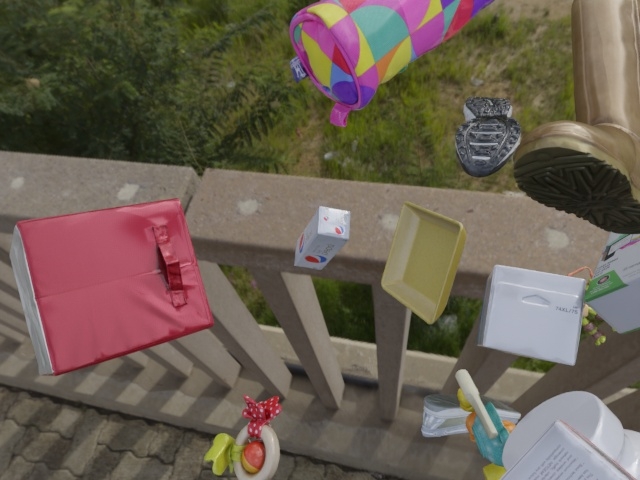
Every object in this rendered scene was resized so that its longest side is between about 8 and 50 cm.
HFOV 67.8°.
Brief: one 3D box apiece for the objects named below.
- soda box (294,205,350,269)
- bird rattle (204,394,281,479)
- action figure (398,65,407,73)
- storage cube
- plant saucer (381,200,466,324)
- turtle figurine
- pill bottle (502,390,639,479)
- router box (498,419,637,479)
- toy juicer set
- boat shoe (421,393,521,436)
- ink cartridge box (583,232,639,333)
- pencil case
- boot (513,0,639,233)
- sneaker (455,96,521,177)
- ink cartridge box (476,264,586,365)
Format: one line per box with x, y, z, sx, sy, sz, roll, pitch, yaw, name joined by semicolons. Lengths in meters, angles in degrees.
0.000;0.000;1.102;0.074;0.216;0.069;10;66;-14;soda box
-0.179;0.565;1.315;0.253;0.143;0.207;-46;49;4;bird rattle
0.102;-0.419;0.881;0.137;0.063;0.232;-33;101;-23;action figure
-0.288;0.064;0.647;0.193;0.215;0.184;-14;86;-36;storage cube
0.353;0.065;1.595;0.081;0.333;0.333;8;14;-26;plant saucer
0.834;0.236;1.548;0.217;0.087;0.269;40;101;12;turtle figurine
0.454;0.411;0.680;0.210;0.210;0.363;-40;85;-15;pill bottle
0.174;0.348;0.416;0.335;0.301;0.082;-48;36;1;router box
0.365;0.384;1.024;0.089;0.329;0.209;-18;41;5;toy juicer set
0.427;0.504;1.353;0.320;0.118;0.103;9;93;-25;boat shoe
0.710;0.040;1.007;0.117;0.201;0.278;42;56;2;ink cartridge box
0.080;-0.212;0.427;0.236;0.104;0.104;-41;63;-12;pencil case
0.286;-0.162;0.504;0.089;0.236;0.269;-10;67;49;boot
0.293;-0.169;0.838;0.100;0.108;0.271;6;33;18;sneaker
0.510;0.188;1.186;0.198;0.270;0.197;10;81;18;ink cartridge box
